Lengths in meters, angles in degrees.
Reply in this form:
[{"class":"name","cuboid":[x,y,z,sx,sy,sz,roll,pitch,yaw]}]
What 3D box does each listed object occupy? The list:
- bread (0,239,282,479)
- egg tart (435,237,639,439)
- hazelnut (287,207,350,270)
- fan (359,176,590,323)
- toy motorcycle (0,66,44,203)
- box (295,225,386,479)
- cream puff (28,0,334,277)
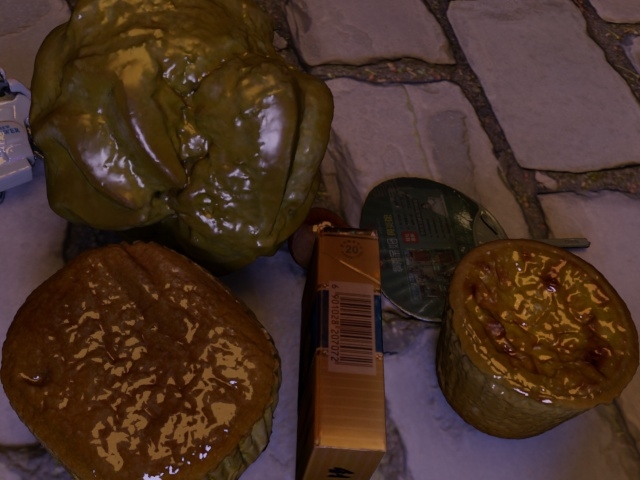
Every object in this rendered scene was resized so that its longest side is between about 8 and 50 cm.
[{"class":"bread","cuboid":[-0.162,0.125,0.707,0.227,0.142,0.253,-36,70,-18]},{"class":"egg tart","cuboid":[0.214,0.112,0.790,0.202,0.147,0.202,5,53,-6]},{"class":"hazelnut","cuboid":[0.000,0.000,0.884,0.086,0.086,0.086,6,52,-7]},{"class":"fan","cuboid":[0.182,0.024,0.937,0.294,0.012,0.223,22,52,7]},{"class":"toy motorcycle","cuboid":[-0.407,-0.119,0.877,0.221,0.102,0.150,-28,75,-28]},{"class":"box","cuboid":[0.016,0.123,0.738,0.070,0.152,0.237,7,52,-5]},{"class":"cream puff","cuboid":[-0.143,-0.110,0.763,0.274,0.323,0.270,-13,33,-38]}]
